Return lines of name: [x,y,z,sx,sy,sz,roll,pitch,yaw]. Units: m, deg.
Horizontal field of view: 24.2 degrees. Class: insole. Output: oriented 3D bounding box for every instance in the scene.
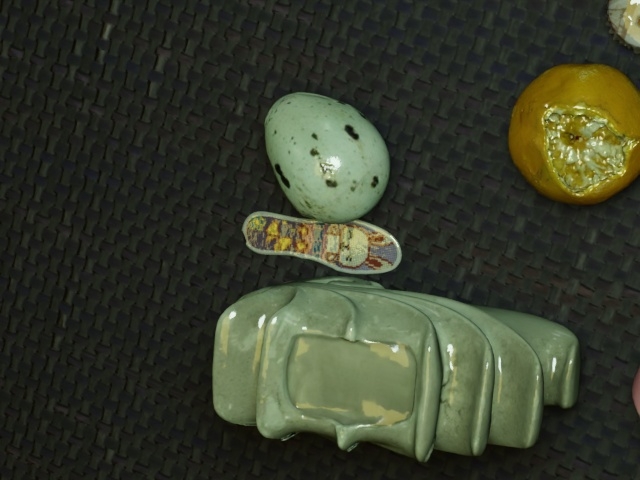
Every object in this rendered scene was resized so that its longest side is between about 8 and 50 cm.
insole: [0.000,0.000,1.746,0.197,0.004,0.065,10,100,16]

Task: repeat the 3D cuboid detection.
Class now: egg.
egg: [0.002,-0.094,1.671,0.164,0.131,0.131,44,108,22]

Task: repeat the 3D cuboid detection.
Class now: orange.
orange: [0.272,-0.113,1.577,0.155,0.134,0.154,2,95,25]

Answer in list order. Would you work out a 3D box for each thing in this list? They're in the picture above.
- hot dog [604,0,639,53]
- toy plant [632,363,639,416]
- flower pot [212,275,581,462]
hot dog: [0.426,-0.225,1.544,0.268,0.075,0.144,25,99,17]
toy plant: [0.491,0.083,1.490,0.210,0.317,0.356,48,123,29]
flower pot: [0.083,0.132,1.605,0.368,0.254,0.164,7,99,18]
